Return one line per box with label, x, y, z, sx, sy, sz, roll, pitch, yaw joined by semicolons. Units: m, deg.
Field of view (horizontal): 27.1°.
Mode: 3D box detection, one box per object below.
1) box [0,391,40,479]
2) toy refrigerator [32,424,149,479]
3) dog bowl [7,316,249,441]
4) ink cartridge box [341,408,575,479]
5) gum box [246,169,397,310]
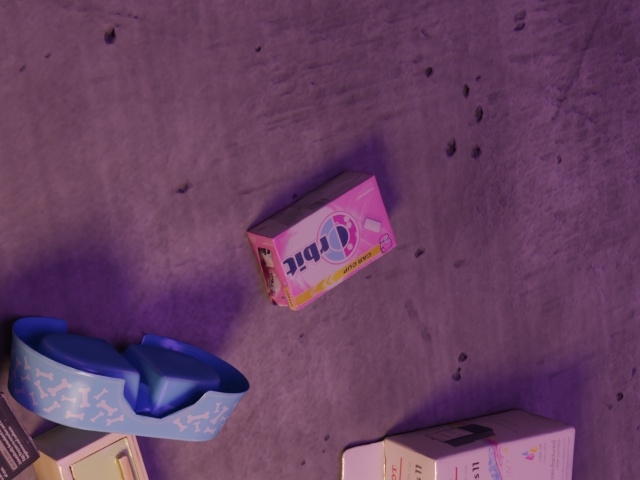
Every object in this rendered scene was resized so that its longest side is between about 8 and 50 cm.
box;-0.408;0.221;1.399;0.158;0.156;0.093;-38;120;-25
toy refrigerator;-0.249;0.345;1.582;0.102;0.094;0.269;-25;112;-31
dog bowl;-0.224;0.164;1.531;0.297;0.166;0.074;13;102;-38
ink cartridge box;0.199;0.376;1.909;0.353;0.119;0.207;-6;103;-36
gum box;0.000;0.000;1.722;0.188;0.062;0.107;-32;116;-28
